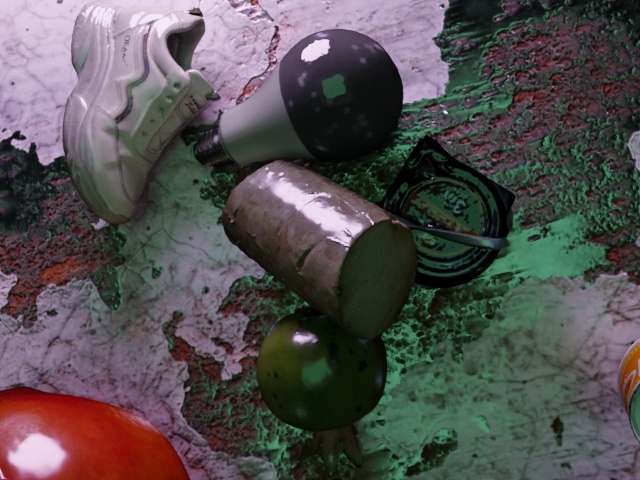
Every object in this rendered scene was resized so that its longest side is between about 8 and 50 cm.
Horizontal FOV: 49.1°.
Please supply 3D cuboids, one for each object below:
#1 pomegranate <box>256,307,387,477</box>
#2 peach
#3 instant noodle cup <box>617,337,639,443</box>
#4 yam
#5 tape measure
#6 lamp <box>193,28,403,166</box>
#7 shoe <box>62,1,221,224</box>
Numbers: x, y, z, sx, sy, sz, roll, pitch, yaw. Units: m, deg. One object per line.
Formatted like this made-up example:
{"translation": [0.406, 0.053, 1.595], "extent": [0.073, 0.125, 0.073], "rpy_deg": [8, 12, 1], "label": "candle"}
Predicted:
{"translation": [0.008, 0.199, 0.940], "extent": [0.182, 0.181, 0.224], "rpy_deg": [-8, 106, 7], "label": "pomegranate"}
{"translation": [-0.358, 0.358, 0.873], "extent": [0.389, 0.388, 0.387], "rpy_deg": [-1, 84, 7], "label": "peach"}
{"translation": [0.441, 0.193, 0.847], "extent": [0.169, 0.185, 0.168], "rpy_deg": [0, 91, 27], "label": "instant noodle cup"}
{"translation": [0.000, 0.000, 0.910], "extent": [0.268, 0.161, 0.161], "rpy_deg": [32, 88, 43], "label": "yam"}
{"translation": [0.166, -0.025, 0.970], "extent": [0.182, 0.107, 0.181], "rpy_deg": [38, 87, 10], "label": "tape measure"}
{"translation": [-0.026, -0.180, 1.008], "extent": [0.314, 0.182, 0.181], "rpy_deg": [-21, 80, 38], "label": "lamp"}
{"translation": [-0.253, -0.196, 1.029], "extent": [0.211, 0.132, 0.341], "rpy_deg": [-3, 80, 10], "label": "shoe"}
